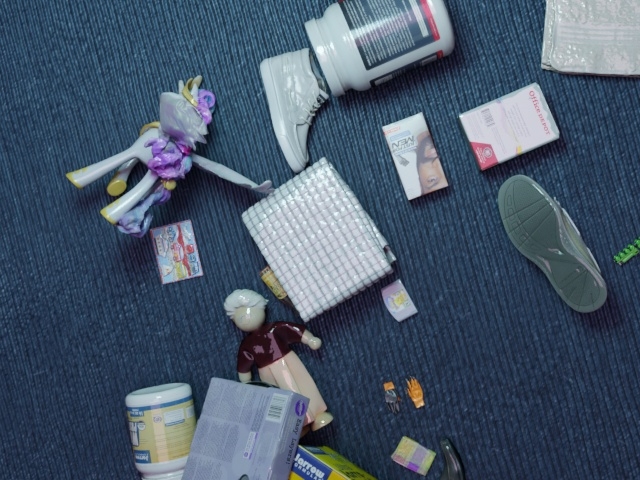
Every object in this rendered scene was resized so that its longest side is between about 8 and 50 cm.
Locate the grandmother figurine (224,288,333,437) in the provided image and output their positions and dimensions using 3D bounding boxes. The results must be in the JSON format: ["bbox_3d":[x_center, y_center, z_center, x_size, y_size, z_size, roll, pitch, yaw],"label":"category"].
[{"bbox_3d":[-0.095,0.255,1.852,0.207,0.104,0.342,-31,89,1],"label":"grandmother figurine"}]

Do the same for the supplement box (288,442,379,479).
[{"bbox_3d":[-0.033,0.619,1.754,0.195,0.194,0.357,28,87,26],"label":"supplement box"}]

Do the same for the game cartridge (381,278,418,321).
[{"bbox_3d":[0.168,0.132,1.862,0.056,0.017,0.083,-30,87,10],"label":"game cartridge"}]

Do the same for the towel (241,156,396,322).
[{"bbox_3d":[0.000,0.000,1.833,0.235,0.121,0.284,-33,85,4],"label":"towel"}]

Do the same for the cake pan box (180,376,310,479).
[{"bbox_3d":[-0.159,0.416,1.756,0.245,0.070,0.267,0,68,39],"label":"cake pan box"}]

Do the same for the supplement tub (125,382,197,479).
[{"bbox_3d":[-0.336,0.419,1.856,0.144,0.144,0.200,-9,89,7],"label":"supplement tub"}]

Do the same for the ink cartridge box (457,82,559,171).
[{"bbox_3d":[0.394,-0.235,1.805,0.175,0.072,0.128,-22,87,6],"label":"ink cartridge box"}]

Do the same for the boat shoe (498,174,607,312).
[{"bbox_3d":[0.487,0.003,1.792,0.118,0.103,0.320,-41,80,24],"label":"boat shoe"}]

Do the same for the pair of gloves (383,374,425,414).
[{"bbox_3d":[0.180,0.335,1.863,0.083,0.010,0.074,-17,88,7],"label":"pair of gloves"}]

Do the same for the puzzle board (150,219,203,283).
[{"bbox_3d":[-0.322,0.026,1.921,0.096,0.011,0.128,-13,88,6],"label":"puzzle board"}]

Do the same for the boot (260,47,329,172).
[{"bbox_3d":[-0.039,-0.284,1.843,0.123,0.095,0.258,-16,87,13],"label":"boot"}]

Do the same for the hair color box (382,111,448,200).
[{"bbox_3d":[0.202,-0.178,1.838,0.093,0.053,0.167,-20,89,6],"label":"hair color box"}]

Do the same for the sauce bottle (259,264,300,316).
[{"bbox_3d":[-0.080,0.109,1.878,0.042,0.042,0.128,-43,86,5],"label":"sauce bottle"}]

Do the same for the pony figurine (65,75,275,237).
[{"bbox_3d":[-0.313,-0.175,1.785,0.363,0.303,0.351,-45,46,-7],"label":"pony figurine"}]

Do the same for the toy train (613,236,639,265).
[{"bbox_3d":[0.654,0.022,1.805,0.083,0.017,0.024,-40,96,5],"label":"toy train"}]

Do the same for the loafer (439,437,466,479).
[{"bbox_3d":[0.280,0.506,1.828,0.061,0.062,0.170,-18,87,11],"label":"loafer"}]

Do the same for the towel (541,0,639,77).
[{"bbox_3d":[0.607,-0.437,1.793,0.282,0.049,0.187,3,91,6],"label":"towel"}]

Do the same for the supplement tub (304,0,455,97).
[{"bbox_3d":[0.123,-0.426,1.777,0.272,0.191,0.191,-22,88,6],"label":"supplement tub"}]

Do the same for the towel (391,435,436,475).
[{"bbox_3d":[0.202,0.466,1.862,0.083,0.009,0.060,27,92,5],"label":"towel"}]
